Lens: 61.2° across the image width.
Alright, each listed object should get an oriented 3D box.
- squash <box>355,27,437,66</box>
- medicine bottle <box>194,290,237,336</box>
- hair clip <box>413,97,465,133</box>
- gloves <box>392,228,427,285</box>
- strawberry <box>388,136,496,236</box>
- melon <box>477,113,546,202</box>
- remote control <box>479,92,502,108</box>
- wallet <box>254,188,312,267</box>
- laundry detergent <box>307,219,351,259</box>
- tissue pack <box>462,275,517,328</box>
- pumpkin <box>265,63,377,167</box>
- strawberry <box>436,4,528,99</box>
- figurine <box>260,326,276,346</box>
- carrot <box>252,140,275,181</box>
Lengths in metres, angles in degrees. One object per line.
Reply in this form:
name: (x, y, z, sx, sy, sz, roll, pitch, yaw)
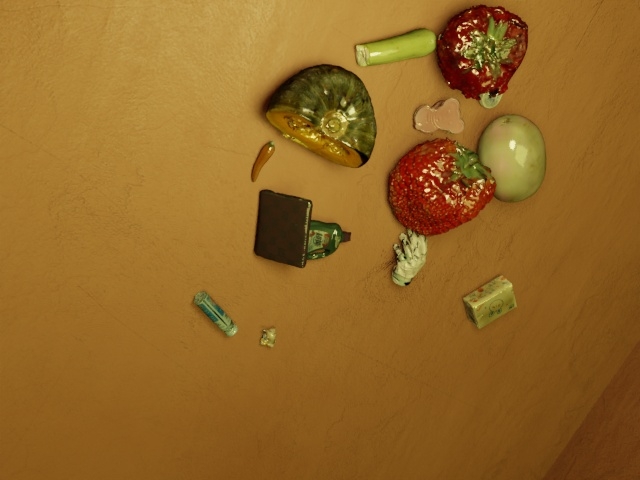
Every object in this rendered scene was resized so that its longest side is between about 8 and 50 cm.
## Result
squash: (0.225, -0.555, 1.565, 0.250, 0.083, 0.083, -17, 123, -14)
medicine bottle: (-0.342, 0.244, 1.780, 0.051, 0.051, 0.191, -35, 126, -3)
hair clip: (0.373, -0.388, 1.715, 0.138, 0.102, 0.123, -22, 121, -11)
gloves: (0.328, 0.054, 1.947, 0.127, 0.111, 0.212, 6, 122, -22)
strawberry: (0.372, -0.166, 1.775, 0.312, 0.267, 0.351, 31, 135, -8)
melon: (0.646, -0.270, 1.833, 0.223, 0.223, 0.317, -29, 130, -7)
remote control: (0.582, -0.540, 1.761, 0.078, 0.042, 0.221, 10, 112, -28)
wallet: (-0.116, -0.038, 1.675, 0.182, 0.049, 0.229, 16, 116, 17)
laundry detergent: (0.000, 0.000, 1.784, 0.221, 0.078, 0.144, 1, 119, -27)
tissue pack: (0.702, 0.255, 2.236, 0.196, 0.092, 0.148, -31, 125, -7)
pumpkin: (0.020, -0.365, 1.528, 0.325, 0.242, 0.232, 31, 73, -30)
strawberry: (0.468, -0.557, 1.593, 0.274, 0.220, 0.274, -3, 118, -5)
figurine: (-0.186, 0.343, 1.917, 0.050, 0.047, 0.083, 6, 123, -11)
carrot: (-0.172, -0.234, 1.598, 0.035, 0.035, 0.142, 19, 115, -32)
